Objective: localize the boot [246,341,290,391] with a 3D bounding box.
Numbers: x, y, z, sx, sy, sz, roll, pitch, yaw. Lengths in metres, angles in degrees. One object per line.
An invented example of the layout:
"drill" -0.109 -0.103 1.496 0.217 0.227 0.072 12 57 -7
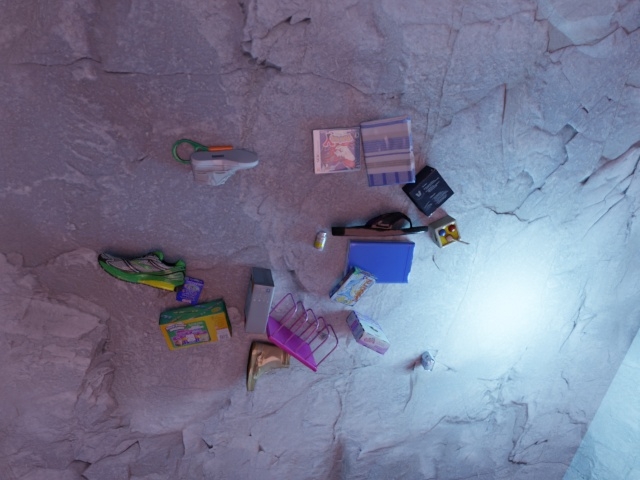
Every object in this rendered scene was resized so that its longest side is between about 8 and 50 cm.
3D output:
"boot" -0.250 0.613 1.998 0.203 0.095 0.262 7 104 -16

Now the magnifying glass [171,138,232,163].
"magnifying glass" -0.461 -0.352 1.625 0.231 0.026 0.092 -4 111 -9

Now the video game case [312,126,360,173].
"video game case" 0.068 -0.375 1.730 0.201 0.023 0.183 -6 112 -10

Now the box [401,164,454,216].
"box" 0.476 -0.219 1.840 0.156 0.093 0.158 -43 114 6

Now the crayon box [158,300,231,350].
"crayon box" -0.545 0.374 1.828 0.278 0.081 0.165 -10 125 -8

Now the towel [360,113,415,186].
"towel" 0.281 -0.366 1.724 0.209 0.034 0.285 -2 112 21

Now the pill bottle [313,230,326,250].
"pill bottle" 0.000 0.000 1.846 0.043 0.043 0.083 12 107 -16

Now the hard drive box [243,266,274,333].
"hard drive box" -0.271 0.260 1.811 0.089 0.181 0.232 8 108 -15

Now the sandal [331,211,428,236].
"sandal" 0.270 -0.072 1.822 0.445 0.167 0.107 -1 93 -12

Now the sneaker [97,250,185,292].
"sneaker" -0.722 0.102 1.697 0.343 0.134 0.146 15 90 -19

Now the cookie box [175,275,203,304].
"cookie box" -0.568 0.217 1.804 0.092 0.040 0.107 19 105 -20

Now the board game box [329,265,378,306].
"board game box" 0.152 0.216 1.926 0.136 0.035 0.201 23 121 -27

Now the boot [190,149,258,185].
"boot" -0.374 -0.282 1.635 0.258 0.095 0.123 0 135 -8

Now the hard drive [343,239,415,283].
"hard drive" 0.275 0.102 1.946 0.318 0.040 0.210 1 110 -13

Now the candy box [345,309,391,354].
"candy box" 0.226 0.437 1.977 0.165 0.196 0.070 30 101 -20

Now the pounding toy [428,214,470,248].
"pounding toy" 0.600 -0.027 1.936 0.130 0.100 0.141 -25 113 -2

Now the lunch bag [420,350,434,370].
"lunch bag" 0.567 0.635 2.195 0.053 0.071 0.083 10 110 -11

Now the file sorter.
"file sorter" -0.084 0.409 1.897 0.290 0.202 0.182 41 96 -22
